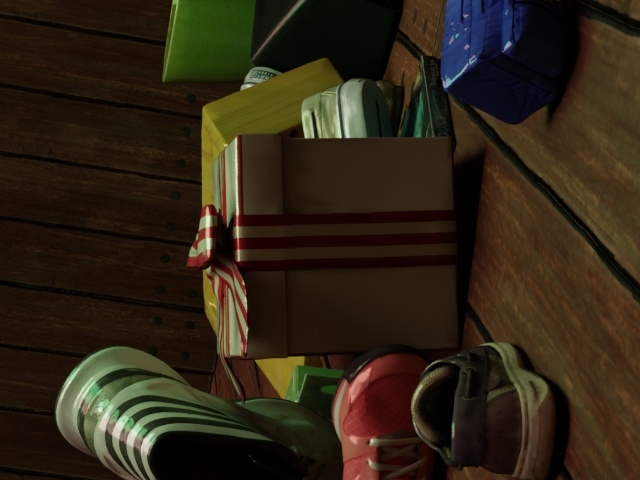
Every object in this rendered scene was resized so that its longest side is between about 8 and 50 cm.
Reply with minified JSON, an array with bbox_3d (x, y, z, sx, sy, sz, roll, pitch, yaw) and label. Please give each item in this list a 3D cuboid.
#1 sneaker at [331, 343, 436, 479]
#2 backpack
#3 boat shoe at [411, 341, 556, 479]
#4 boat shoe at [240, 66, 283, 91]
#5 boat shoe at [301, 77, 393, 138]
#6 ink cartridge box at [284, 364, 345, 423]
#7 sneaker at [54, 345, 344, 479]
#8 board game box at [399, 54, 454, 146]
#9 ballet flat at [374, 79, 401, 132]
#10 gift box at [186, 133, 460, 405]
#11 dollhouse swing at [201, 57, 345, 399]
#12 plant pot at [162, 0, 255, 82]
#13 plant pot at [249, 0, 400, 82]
[{"bbox_3d":[0.076,0.252,1.598,0.136,0.116,0.313,-116,27,-58],"label":"sneaker"},{"bbox_3d":[0.165,-0.178,1.396,0.101,0.098,0.120,-33,41,39],"label":"backpack"},{"bbox_3d":[0.122,0.138,1.352,0.285,0.092,0.102,-140,59,-80],"label":"boat shoe"},{"bbox_3d":[-0.063,-0.089,2.370,0.367,0.136,0.156,74,-141,-61],"label":"boat shoe"},{"bbox_3d":[0.040,-0.038,1.887,0.109,0.094,0.302,17,-114,-58],"label":"boat shoe"},{"bbox_3d":[0.012,0.210,1.979,0.209,0.109,0.062,107,167,-46],"label":"ink cartridge box"},{"bbox_3d":[-0.063,0.276,1.757,0.257,0.447,0.169,33,94,48],"label":"sneaker"},{"bbox_3d":[0.120,-0.114,1.860,0.186,0.026,0.126,-93,13,-54],"label":"board game box"},{"bbox_3d":[0.059,-0.090,2.137,0.084,0.058,0.249,-115,34,-76],"label":"ballet flat"},{"bbox_3d":[-0.004,0.029,1.672,0.255,0.258,0.276,136,134,-77],"label":"gift box"},{"bbox_3d":[0.000,0.000,2.157,0.305,0.315,0.346,34,136,37],"label":"dollhouse swing"},{"bbox_3d":[-0.101,-0.378,2.707,0.275,0.294,0.274,-171,90,-82],"label":"plant pot"},{"bbox_3d":[0.023,-0.340,2.284,0.167,0.187,0.188,129,151,-49],"label":"plant pot"}]
